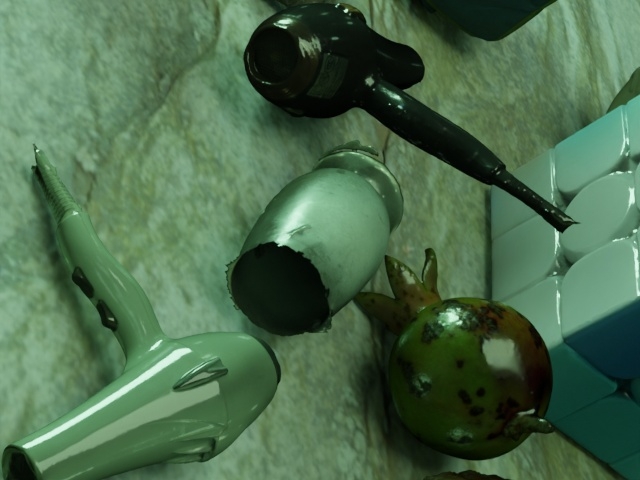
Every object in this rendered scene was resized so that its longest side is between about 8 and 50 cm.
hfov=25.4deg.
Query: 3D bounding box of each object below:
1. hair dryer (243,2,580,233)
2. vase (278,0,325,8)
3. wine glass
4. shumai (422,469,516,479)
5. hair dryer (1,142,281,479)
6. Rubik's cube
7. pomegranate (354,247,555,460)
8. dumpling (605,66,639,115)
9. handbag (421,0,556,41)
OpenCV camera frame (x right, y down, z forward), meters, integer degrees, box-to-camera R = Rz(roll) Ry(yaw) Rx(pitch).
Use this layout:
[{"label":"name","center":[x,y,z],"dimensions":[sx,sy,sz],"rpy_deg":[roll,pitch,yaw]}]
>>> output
[{"label":"hair dryer","center":[0.110,-0.107,1.369],"dimensions":[0.359,0.120,0.304],"rpy_deg":[38,17,22]},{"label":"vase","center":[-0.040,-0.272,1.451],"dimensions":[0.100,0.053,0.053],"rpy_deg":[52,35,-14]},{"label":"wine glass","center":[0.000,0.000,1.231],"dimensions":[0.111,0.111,0.204],"rpy_deg":[51,31,-9]},{"label":"shumai","center":[0.225,0.274,1.164],"dimensions":[0.267,0.262,0.314],"rpy_deg":[59,33,2]},{"label":"hair dryer","center":[-0.177,0.076,1.014],"dimensions":[0.267,0.092,0.229],"rpy_deg":[41,41,1]},{"label":"Rubik's cube","center":[0.376,0.049,1.495],"dimensions":[0.292,0.290,0.291],"rpy_deg":[37,39,-28]},{"label":"pomegranate","center":[0.128,0.096,1.284],"dimensions":[0.156,0.156,0.220],"rpy_deg":[19,46,-42]},{"label":"dumpling","center":[0.478,-0.060,1.834],"dimensions":[0.395,0.233,0.315],"rpy_deg":[27,75,-55]},{"label":"handbag","center":[0.189,-0.402,1.686],"dimensions":[0.263,0.222,0.241],"rpy_deg":[33,36,-28]}]
